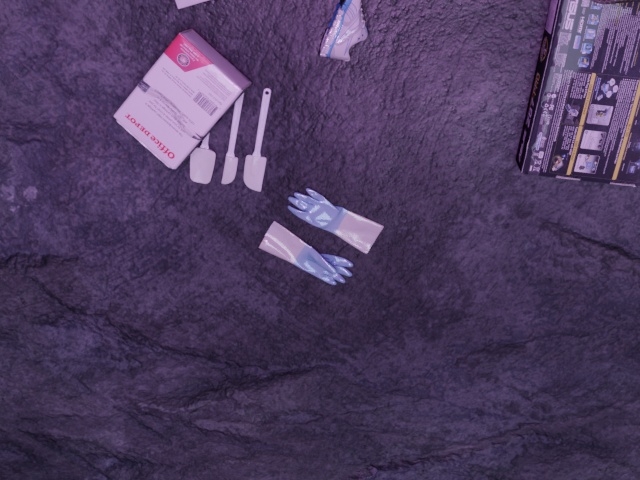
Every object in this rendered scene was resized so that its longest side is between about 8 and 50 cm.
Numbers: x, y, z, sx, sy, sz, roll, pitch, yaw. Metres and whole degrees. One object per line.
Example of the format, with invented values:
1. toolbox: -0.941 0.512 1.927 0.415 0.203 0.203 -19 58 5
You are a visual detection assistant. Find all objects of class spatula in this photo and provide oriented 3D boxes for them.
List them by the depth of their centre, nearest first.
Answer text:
1. spatula: -0.197 -0.230 1.797 0.168 0.019 0.242 10 116 -2

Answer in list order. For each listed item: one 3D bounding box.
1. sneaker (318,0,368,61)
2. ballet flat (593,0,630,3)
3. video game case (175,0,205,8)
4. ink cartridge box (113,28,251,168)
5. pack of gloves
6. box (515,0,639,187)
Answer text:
1. sneaker: 0.067 -0.453 1.660 0.082 0.071 0.191 18 123 -13
2. ballet flat: 0.437 -0.605 1.477 0.164 0.182 0.483 -49 64 37
3. video game case: -0.220 -0.600 1.609 0.210 0.042 0.232 -13 114 7
4. ink cartridge box: -0.291 -0.296 1.716 0.172 0.100 0.237 42 110 -8
5. pack of gloves: 0.000 0.000 1.884 0.232 0.046 0.195 27 114 -10
6. box: 0.603 -0.314 1.682 0.318 0.097 0.395 6 115 1
